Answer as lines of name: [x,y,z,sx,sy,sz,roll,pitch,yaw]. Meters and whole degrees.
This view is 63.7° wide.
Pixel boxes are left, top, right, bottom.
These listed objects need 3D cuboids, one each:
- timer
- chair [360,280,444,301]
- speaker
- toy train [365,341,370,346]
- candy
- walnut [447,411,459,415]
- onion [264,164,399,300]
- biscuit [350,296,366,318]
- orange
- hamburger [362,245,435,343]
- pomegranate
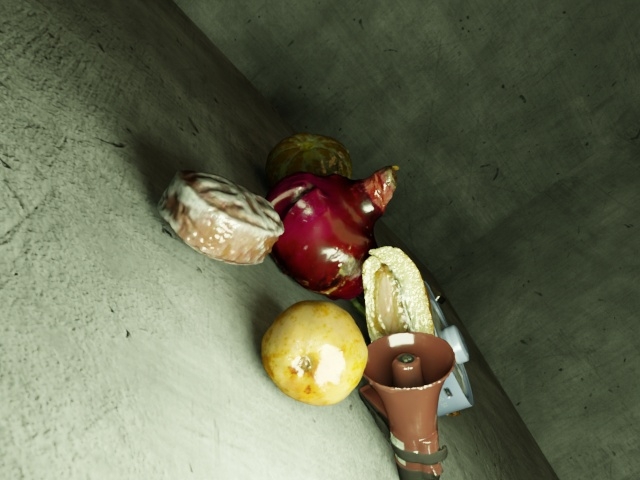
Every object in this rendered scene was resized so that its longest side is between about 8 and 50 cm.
timer: [0.350,0.338,1.541,0.395,0.173,0.395,58,16,-28]
chair: [0.279,0.195,1.808,0.240,0.203,0.416,43,5,18]
speaker: [0.158,0.368,1.122,0.198,0.259,0.329,-35,130,-48]
toy train: [0.209,0.341,1.581,0.157,0.105,0.253,63,14,-6]
candy: [-0.208,-0.044,1.099,0.214,0.157,0.290,43,14,32]
walnut: [0.422,0.524,1.771,0.207,0.116,0.116,56,12,-10]
onion: [0.058,-0.063,1.456,0.398,0.420,0.398,47,6,-6]
biscuit: [0.210,0.296,1.801,0.322,0.038,0.099,45,7,-27]
orange: [-0.043,-0.256,1.914,0.329,0.329,0.249,-110,-165,-54]
hamburger: [0.206,0.178,1.327,0.209,0.162,0.329,3,74,-75]
pomegranate: [-0.013,0.215,0.993,0.207,0.207,0.207,47,14,-16]
